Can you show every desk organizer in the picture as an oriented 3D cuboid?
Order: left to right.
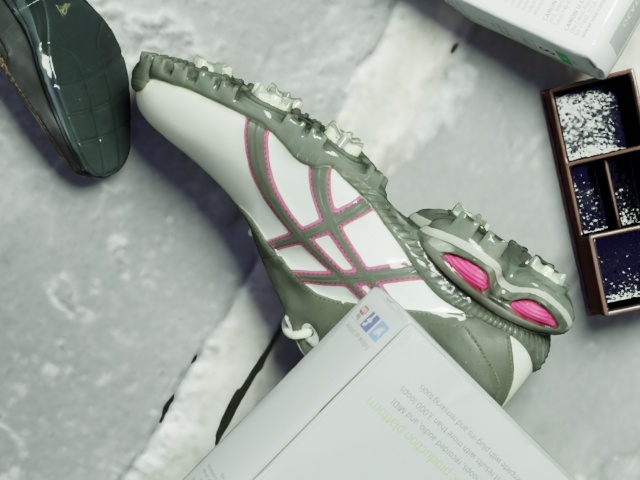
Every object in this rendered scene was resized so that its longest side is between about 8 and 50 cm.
[{"bbox_3d":[0.159,-0.026,0.869,0.047,0.050,0.130,-12,89,1],"label":"desk organizer"}]

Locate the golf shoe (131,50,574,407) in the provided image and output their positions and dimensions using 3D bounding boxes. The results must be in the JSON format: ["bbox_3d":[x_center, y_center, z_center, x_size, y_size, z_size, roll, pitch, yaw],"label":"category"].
[{"bbox_3d":[0.000,0.000,0.848,0.273,0.105,0.120,35,97,1],"label":"golf shoe"}]

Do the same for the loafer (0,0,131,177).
[{"bbox_3d":[-0.156,-0.112,0.879,0.061,0.062,0.170,-15,98,39],"label":"loafer"}]

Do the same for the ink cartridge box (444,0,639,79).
[{"bbox_3d":[0.100,-0.214,0.873,0.225,0.056,0.181,30,90,25],"label":"ink cartridge box"}]

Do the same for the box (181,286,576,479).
[{"bbox_3d":[-0.004,0.213,0.820,0.322,0.058,0.232,-45,116,2],"label":"box"}]
